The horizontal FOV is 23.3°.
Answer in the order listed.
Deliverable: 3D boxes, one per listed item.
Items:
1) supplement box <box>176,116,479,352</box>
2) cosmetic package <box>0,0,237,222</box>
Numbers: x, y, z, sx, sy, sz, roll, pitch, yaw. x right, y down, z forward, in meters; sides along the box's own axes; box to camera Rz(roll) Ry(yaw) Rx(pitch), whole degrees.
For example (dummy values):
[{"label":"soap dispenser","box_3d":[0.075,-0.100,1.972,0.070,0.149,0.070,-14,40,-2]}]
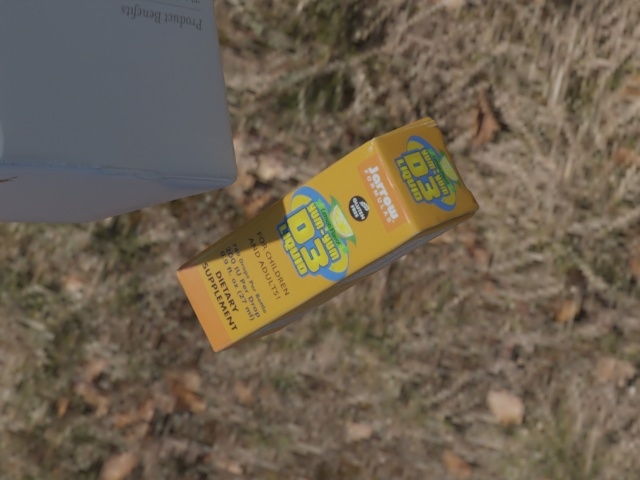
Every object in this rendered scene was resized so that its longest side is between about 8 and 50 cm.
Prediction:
[{"label":"supplement box","box_3d":[0.000,0.000,1.117,0.233,0.080,0.078,-33,80,40]},{"label":"cosmetic package","box_3d":[-0.212,-0.247,1.040,0.161,0.453,0.230,-13,171,36]}]
